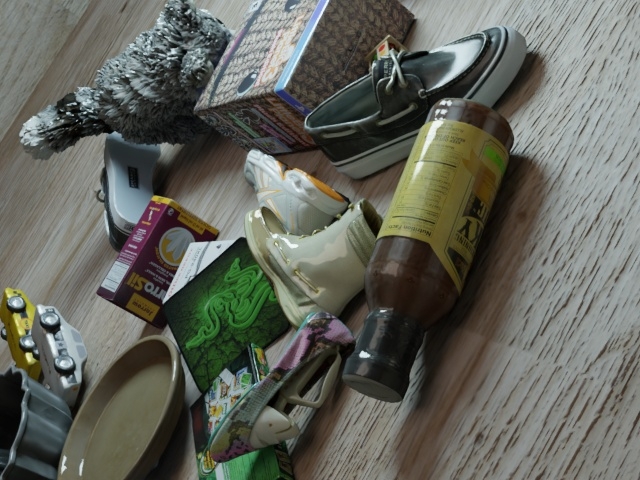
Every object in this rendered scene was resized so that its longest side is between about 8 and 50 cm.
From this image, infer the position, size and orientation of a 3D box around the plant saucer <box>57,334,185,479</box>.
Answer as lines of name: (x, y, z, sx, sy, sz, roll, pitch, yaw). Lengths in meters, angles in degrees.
plant saucer: (-0.282, 0.266, 1.579, 0.278, 0.041, 0.277, -38, 31, 28)

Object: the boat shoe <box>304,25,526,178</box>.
boat shoe: (0.109, -0.185, 1.418, 0.335, 0.119, 0.121, -32, 36, 38)

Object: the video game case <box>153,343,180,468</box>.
video game case: (-0.290, 0.279, 1.647, 0.193, 0.023, 0.212, -35, 33, 34)

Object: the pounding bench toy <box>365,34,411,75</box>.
pounding bench toy: (0.090, -0.242, 1.582, 0.083, 0.052, 0.065, -40, 31, 27)

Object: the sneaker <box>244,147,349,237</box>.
sneaker: (-0.065, -0.050, 1.577, 0.121, 0.099, 0.262, -60, 27, 1)

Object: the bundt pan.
bundt pan: (-0.498, 0.374, 1.748, 0.331, 0.124, 0.330, -40, 33, 34)

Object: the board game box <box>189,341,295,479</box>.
board game box: (-0.104, 0.253, 1.379, 0.136, 0.030, 0.259, -44, 30, 16)

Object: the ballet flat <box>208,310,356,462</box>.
ballet flat: (-0.038, 0.182, 1.287, 0.079, 0.077, 0.221, 32, 73, 29)

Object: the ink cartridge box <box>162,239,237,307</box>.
ink cartridge box: (-0.158, 0.061, 1.630, 0.150, 0.063, 0.109, -4, 58, 55)

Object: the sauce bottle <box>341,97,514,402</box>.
sauce bottle: (0.115, 0.010, 1.213, 0.111, 0.111, 0.344, -7, 56, 55)

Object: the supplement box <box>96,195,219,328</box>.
supplement box: (-0.263, 0.034, 1.780, 0.081, 0.104, 0.188, 12, 70, 60)

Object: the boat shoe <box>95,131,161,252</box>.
boat shoe: (-0.366, -0.104, 2.094, 0.105, 0.113, 0.306, -56, 36, 37)

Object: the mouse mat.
mouse mat: (-0.134, 0.105, 1.518, 0.190, 0.007, 0.152, -39, 66, 26)

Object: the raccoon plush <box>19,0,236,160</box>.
raccoon plush: (-0.327, -0.250, 1.914, 0.446, 0.216, 0.299, -35, -3, -3)

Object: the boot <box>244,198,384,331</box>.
boot: (0.000, 0.000, 1.399, 0.165, 0.077, 0.213, -44, 52, 19)

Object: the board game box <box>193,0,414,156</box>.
board game box: (-0.031, -0.271, 1.707, 0.291, 0.141, 0.232, -3, 58, 57)

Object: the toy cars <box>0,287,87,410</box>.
toy cars: (-0.488, 0.189, 1.979, 0.394, 0.087, 0.176, 12, 105, 59)
